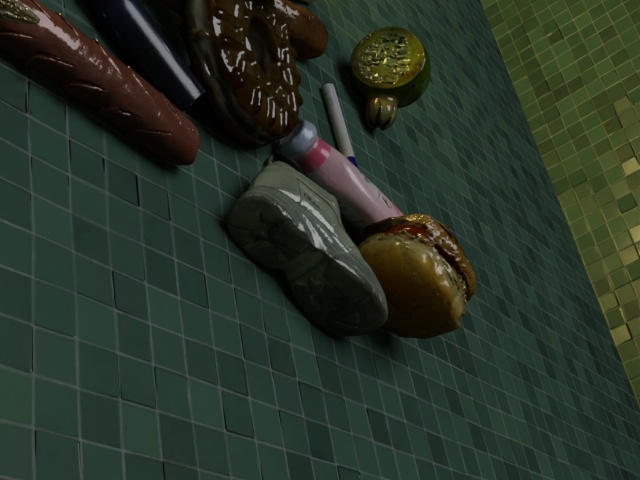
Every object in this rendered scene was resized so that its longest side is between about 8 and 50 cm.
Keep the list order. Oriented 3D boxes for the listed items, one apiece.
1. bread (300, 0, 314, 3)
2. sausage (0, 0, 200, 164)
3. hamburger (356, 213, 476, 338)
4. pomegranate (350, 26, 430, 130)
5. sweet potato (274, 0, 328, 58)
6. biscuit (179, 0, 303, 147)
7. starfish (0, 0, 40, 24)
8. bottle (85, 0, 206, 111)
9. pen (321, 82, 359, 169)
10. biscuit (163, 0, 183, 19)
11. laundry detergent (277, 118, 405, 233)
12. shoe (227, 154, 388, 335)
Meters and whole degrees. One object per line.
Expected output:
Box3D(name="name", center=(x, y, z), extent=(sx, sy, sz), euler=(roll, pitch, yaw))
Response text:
Box3D(name="bread", center=(-0.078, -0.658, 2.180), extent=(0.274, 0.114, 0.185), euler=(-6, 68, -64))
Box3D(name="sausage", center=(-0.320, -0.230, 1.325), extent=(0.433, 0.088, 0.088), euler=(35, 35, -41))
Box3D(name="hamburger", center=(0.162, 0.069, 1.735), extent=(0.244, 0.244, 0.163), euler=(49, 49, -22))
Box3D(name="pomegranate", center=(0.177, -0.376, 2.268), extent=(0.159, 0.189, 0.241), euler=(63, 8, -63))
Box3D(name="sweet potato", center=(-0.076, -0.468, 2.004), extent=(0.291, 0.097, 0.097), euler=(28, 40, -47))
Box3D(name="biscuit", center=(-0.132, -0.323, 1.669), extent=(0.332, 0.103, 0.332), euler=(46, 36, -50))
Box3D(name="starfish", center=(-0.450, -0.325, 1.152), extent=(0.071, 0.215, 0.238), euler=(140, -44, -82))
Box3D(name="bottle", center=(-0.280, -0.310, 1.495), extent=(0.244, 0.072, 0.082), euler=(54, -11, -14))
Box3D(name="pen", center=(0.043, -0.231, 2.040), extent=(0.033, 0.033, 0.269), euler=(26, 41, -49))
Box3D(name="biscuit", center=(-0.205, -0.579, 1.726), extent=(0.385, 0.062, 0.365), euler=(-26, 123, -67))
Box3D(name="laundry detergent", center=(0.051, -0.098, 1.829), extent=(0.335, 0.088, 0.159), euler=(44, -5, -27))
Box3D(name="shoe", center=(0.000, 0.000, 1.603), extent=(0.342, 0.132, 0.211), euler=(45, 32, -21))
